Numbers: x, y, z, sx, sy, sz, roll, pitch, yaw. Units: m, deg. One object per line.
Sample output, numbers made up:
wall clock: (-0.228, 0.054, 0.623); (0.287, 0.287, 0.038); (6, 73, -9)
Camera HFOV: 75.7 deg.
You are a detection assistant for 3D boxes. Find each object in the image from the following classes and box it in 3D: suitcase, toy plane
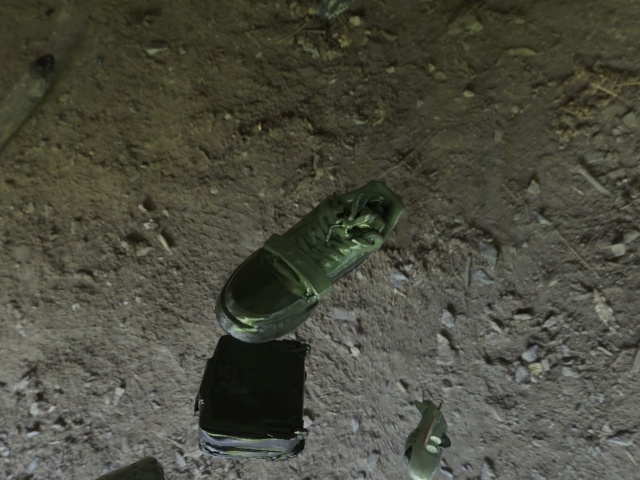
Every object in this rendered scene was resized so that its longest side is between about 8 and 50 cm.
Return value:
suitcase: (-0.202, 0.468, 1.256); (0.339, 0.188, 0.345); (10, 40, -7)
toy plane: (0.297, 0.567, 1.172); (0.117, 0.245, 0.245); (23, 75, 15)

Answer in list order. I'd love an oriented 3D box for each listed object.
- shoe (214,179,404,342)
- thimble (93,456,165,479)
shoe: (0.002, 0.001, 0.508); (0.109, 0.149, 0.293); (44, 40, 12)
thimble: (-0.313, 0.494, 0.662); (0.157, 0.217, 0.245); (-13, 28, -31)
